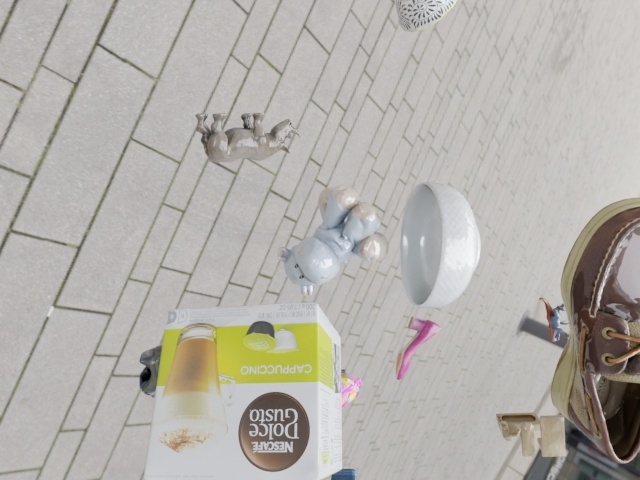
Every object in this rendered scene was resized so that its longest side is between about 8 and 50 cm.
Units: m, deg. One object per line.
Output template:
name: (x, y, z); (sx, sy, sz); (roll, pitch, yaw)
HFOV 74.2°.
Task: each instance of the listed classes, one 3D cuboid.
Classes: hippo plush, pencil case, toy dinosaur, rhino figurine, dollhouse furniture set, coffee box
hippo plush: (0.000, 0.000, 1.111); (0.237, 0.294, 0.234); (-29, 95, -26)
pencil case: (0.034, 0.478, 1.287); (0.236, 0.104, 0.104); (-9, 116, -60)
toy dinosaur: (0.471, 0.164, 0.851); (0.047, 0.090, 0.082); (-22, 135, -51)
rhino figurine: (-0.153, -0.232, 0.953); (0.243, 0.073, 0.106); (-10, 109, -30)
dollhouse furniture set: (0.586, 0.506, 1.199); (0.151, 0.144, 0.123); (-58, 140, -72)
coffee box: (-0.138, 0.353, 0.965); (0.338, 0.338, 0.334); (69, 19, -64)

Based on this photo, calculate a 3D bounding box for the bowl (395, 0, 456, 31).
bowl: (0.227, -0.571, 0.954); (0.080, 0.170, 0.170); (24, 90, -41)

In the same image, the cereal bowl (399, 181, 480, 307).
cereal bowl: (0.325, 0.014, 1.133); (0.141, 0.339, 0.338); (2, 112, -7)

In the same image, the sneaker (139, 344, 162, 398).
sneaker: (-0.418, 0.385, 1.133); (0.121, 0.111, 0.299); (-2, 119, -20)

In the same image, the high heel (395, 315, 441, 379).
high heel: (0.359, 0.409, 1.567); (0.082, 0.117, 0.244); (109, 1, -78)

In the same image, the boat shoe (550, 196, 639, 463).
boat shoe: (0.368, 0.122, 0.506); (0.123, 0.123, 0.342); (-3, 115, -1)

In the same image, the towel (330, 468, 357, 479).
towel: (0.055, 0.623, 1.033); (0.119, 0.067, 0.029); (-78, 156, -48)
